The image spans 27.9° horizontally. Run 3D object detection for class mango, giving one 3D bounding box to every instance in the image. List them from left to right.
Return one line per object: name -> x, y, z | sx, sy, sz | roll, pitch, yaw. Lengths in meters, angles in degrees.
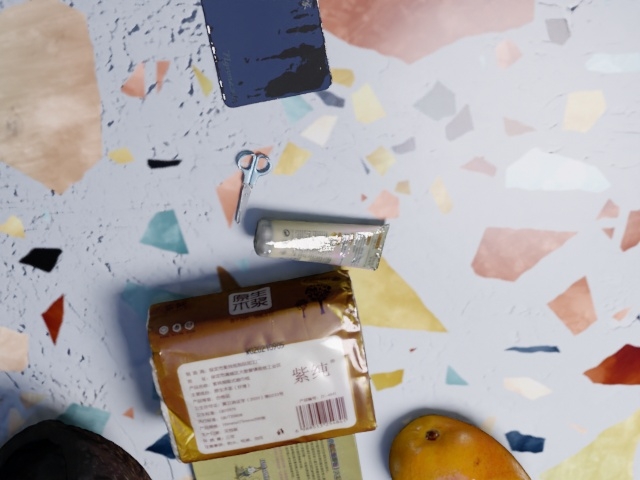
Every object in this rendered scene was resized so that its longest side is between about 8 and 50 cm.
mango -> 0.174, 0.294, 1.491 | 0.141, 0.102, 0.217 | -39, 113, 22

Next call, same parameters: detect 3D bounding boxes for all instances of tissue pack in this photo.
tissue pack -> -0.062, 0.138, 1.386 | 0.226, 0.092, 0.183 | -9, 117, 2

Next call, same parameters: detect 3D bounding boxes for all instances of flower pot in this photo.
flower pot -> -0.236, 0.361, 1.412 | 0.267, 0.266, 0.266 | 32, 112, -34

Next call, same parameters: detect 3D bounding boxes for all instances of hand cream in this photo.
hand cream -> 0.000, 0.000, 1.354 | 0.143, 0.039, 0.061 | 5, 120, -18

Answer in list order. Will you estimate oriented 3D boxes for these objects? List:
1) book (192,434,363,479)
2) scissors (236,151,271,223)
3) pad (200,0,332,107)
book -> -0.049, 0.269, 1.506 | 0.192, 0.013, 0.168 | -10, 120, 0
scissors -> -0.075, -0.053, 1.330 | 0.036, 0.006, 0.083 | 10, 117, -13
pad -> -0.054, -0.208, 1.248 | 0.112, 0.003, 0.157 | -11, 119, 1
